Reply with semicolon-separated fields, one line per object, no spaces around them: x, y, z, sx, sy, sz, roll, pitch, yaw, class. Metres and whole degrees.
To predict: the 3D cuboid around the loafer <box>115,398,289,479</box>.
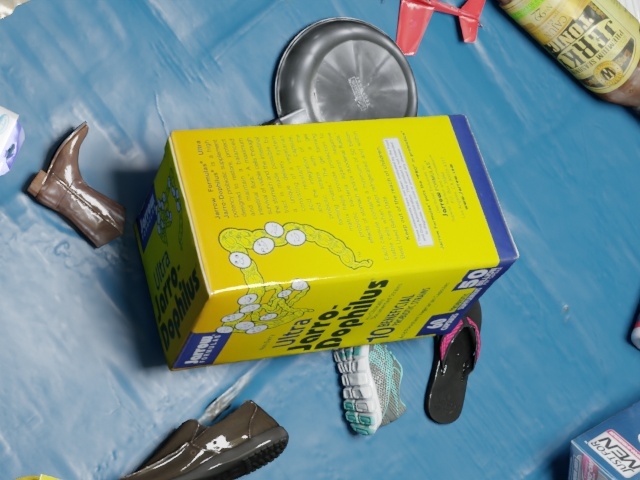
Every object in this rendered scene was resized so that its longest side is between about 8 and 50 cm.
-0.146;0.246;1.470;0.220;0.080;0.078;-21;61;-22;loafer

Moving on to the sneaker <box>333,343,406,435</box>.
0.062;0.146;1.573;0.076;0.065;0.166;-8;92;-40;sneaker

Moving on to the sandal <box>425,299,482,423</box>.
0.171;0.138;1.621;0.067;0.040;0.179;12;81;-21;sandal

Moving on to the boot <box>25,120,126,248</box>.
-0.253;-0.061;1.462;0.114;0.037;0.106;37;86;-13;boot

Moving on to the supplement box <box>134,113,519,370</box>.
0.000;0.000;1.449;0.356;0.194;0.195;-6;63;-23;supplement box

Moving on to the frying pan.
-0.019;-0.173;1.566;0.326;0.053;0.197;-3;89;-27;frying pan

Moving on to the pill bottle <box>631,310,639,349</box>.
0.488;0.068;1.726;0.108;0.108;0.180;29;75;-18;pill bottle

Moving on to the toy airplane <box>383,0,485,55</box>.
0.147;-0.296;1.657;0.151;0.028;0.151;1;87;-22;toy airplane

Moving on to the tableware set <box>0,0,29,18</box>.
-0.394;-0.294;1.422;0.194;0.039;0.128;-31;98;-22;tableware set

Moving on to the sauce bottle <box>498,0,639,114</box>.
0.366;-0.256;1.700;0.344;0.111;0.111;38;72;-14;sauce bottle

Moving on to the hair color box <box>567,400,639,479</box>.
0.475;0.262;1.663;0.347;0.105;0.174;-25;133;-24;hair color box

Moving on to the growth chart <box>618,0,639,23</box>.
0.504;-0.319;1.813;0.237;0.021;0.172;-2;86;-23;growth chart

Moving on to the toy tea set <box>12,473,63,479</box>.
-0.248;0.330;1.394;0.336;0.124;0.200;27;110;-37;toy tea set

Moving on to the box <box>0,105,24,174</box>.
-0.392;-0.122;1.415;0.136;0.028;0.081;28;75;-21;box
